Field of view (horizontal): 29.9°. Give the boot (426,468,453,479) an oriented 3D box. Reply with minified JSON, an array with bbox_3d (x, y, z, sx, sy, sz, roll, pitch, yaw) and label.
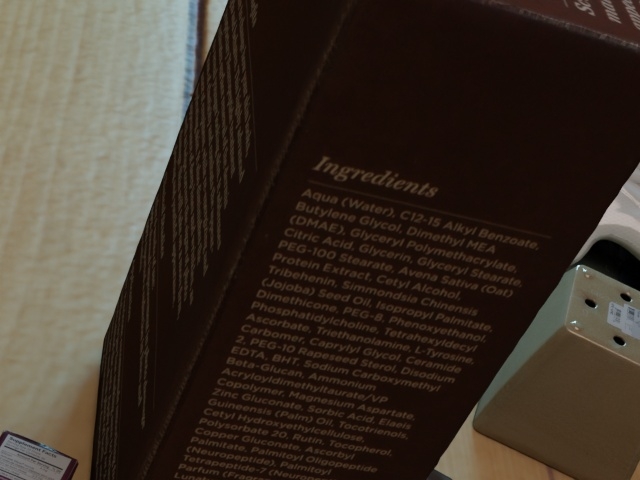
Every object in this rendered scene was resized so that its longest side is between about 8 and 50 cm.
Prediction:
[{"bbox_3d":[0.058,0.178,0.673,0.106,0.037,0.114,5,44,-42],"label":"boot"}]

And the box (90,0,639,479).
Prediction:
[{"bbox_3d":[0.000,0.000,0.570,0.143,0.381,0.191,12,40,-16],"label":"box"}]

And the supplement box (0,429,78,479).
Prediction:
[{"bbox_3d":[-0.158,0.144,0.586,0.043,0.055,0.083,23,38,-1],"label":"supplement box"}]

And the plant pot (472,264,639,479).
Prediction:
[{"bbox_3d":[0.178,0.083,0.796,0.109,0.096,0.109,25,39,2],"label":"plant pot"}]

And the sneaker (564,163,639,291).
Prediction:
[{"bbox_3d":[0.295,0.013,0.953,0.297,0.111,0.129,13,56,-8],"label":"sneaker"}]
